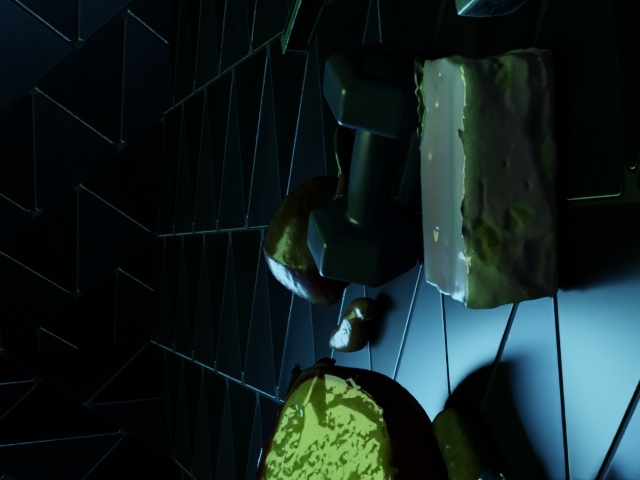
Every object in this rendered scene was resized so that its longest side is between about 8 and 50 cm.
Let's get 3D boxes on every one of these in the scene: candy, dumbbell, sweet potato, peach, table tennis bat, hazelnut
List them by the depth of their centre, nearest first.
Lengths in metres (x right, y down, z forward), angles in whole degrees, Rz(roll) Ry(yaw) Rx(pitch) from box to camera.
[{"bbox_3d":[0.176,-0.069,1.457,0.155,0.116,0.265,-157,64,-73],"label":"candy"},{"bbox_3d":[0.175,0.266,1.677,0.233,0.062,0.081,-111,20,-55],"label":"sweet potato"},{"bbox_3d":[0.069,-0.095,1.807,0.143,0.157,0.316,-64,-16,-53],"label":"dumbbell"},{"bbox_3d":[0.080,0.332,1.807,0.257,0.201,0.361,-57,43,16],"label":"peach"},{"bbox_3d":[0.086,-0.114,2.007,0.170,0.119,0.107,-77,-32,-54],"label":"table tennis bat"},{"bbox_3d":[0.001,-0.004,2.118,0.201,0.161,0.170,-60,9,-32],"label":"hazelnut"},{"bbox_3d":[0.051,0.138,2.128,0.055,0.058,0.202,-53,-2,-30],"label":"sweet potato"}]

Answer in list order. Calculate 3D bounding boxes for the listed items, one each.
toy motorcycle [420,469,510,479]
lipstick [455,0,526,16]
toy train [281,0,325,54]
[{"bbox_3d":[0.177,0.361,1.393,0.241,0.182,0.319,-53,16,-2],"label":"toy motorcycle"},{"bbox_3d":[0.208,-0.296,1.338,0.290,0.078,0.076,144,120,-72],"label":"lipstick"},{"bbox_3d":[-0.026,-0.379,2.277,0.209,0.044,0.042,116,148,-62],"label":"toy train"}]
